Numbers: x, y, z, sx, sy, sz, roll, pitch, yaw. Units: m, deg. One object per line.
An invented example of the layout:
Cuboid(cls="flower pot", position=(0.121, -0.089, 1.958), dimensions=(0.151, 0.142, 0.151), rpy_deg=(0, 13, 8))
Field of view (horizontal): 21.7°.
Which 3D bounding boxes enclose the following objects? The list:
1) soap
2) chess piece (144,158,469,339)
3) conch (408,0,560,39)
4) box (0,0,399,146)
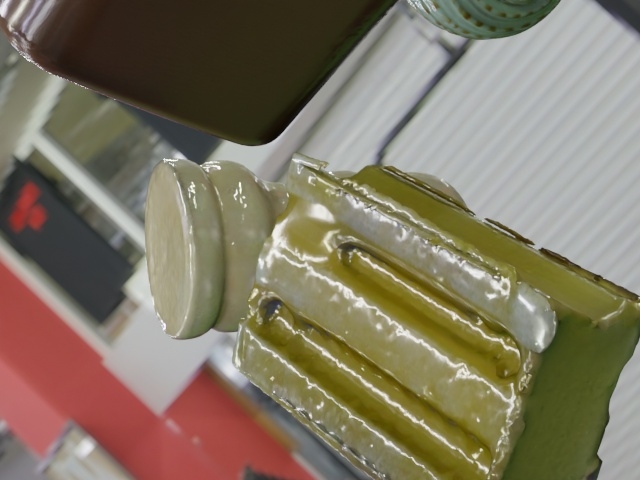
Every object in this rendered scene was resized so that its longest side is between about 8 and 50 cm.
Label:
Cuboid(cls="soap", position=(0.053, 0.051, 0.856), dimensions=(0.076, 0.233, 0.135), rpy_deg=(7, -74, -36))
Cuboid(cls="chess piece", position=(0.000, 0.000, 1.541), dimensions=(0.300, 0.167, 0.167), rpy_deg=(-4, -21, -19))
Cuboid(cls="conch", position=(0.180, -0.276, 1.755), dimensions=(0.172, 0.131, 0.200), rpy_deg=(-38, 8, -8))
Cuboid(cls="box", position=(-0.085, -0.260, 1.104), dimensions=(0.229, 0.239, 0.339), rpy_deg=(-50, 40, 28))
